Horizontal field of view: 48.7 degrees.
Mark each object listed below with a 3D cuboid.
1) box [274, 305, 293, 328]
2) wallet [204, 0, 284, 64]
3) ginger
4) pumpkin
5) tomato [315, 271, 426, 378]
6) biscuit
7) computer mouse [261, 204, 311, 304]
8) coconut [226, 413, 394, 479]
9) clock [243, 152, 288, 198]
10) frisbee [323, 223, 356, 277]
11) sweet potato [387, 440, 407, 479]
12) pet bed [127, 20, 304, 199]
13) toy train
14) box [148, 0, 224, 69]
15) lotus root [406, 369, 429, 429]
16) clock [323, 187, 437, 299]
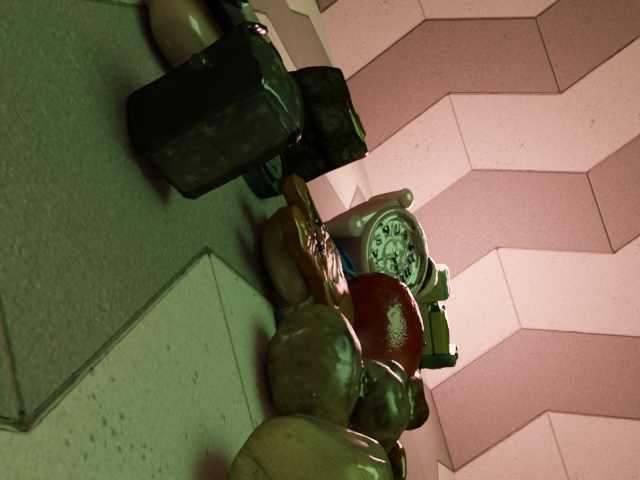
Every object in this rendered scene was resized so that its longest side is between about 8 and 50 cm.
[{"bbox_3d":[-0.044,0.219,1.266,0.050,0.041,0.207,50,25,-57],"label":"box"},{"bbox_3d":[-0.179,-0.414,1.209,0.262,0.071,0.221,43,-8,32],"label":"wallet"},{"bbox_3d":[0.044,0.252,1.183,0.304,0.155,0.244,39,33,-33],"label":"ginger"},{"bbox_3d":[-0.022,-0.277,1.695,0.256,0.226,0.303,58,12,-67],"label":"pumpkin"},{"bbox_3d":[0.133,0.166,1.611,0.309,0.170,0.309,34,9,-6],"label":"tomato"},{"bbox_3d":[0.003,0.038,1.335,0.202,0.047,0.333,-89,160,-53],"label":"biscuit"},{"bbox_3d":[-0.060,0.027,1.364,0.236,0.082,0.145,-86,156,-59],"label":"computer mouse"},{"bbox_3d":[-0.003,0.314,0.835,0.224,0.224,0.224,-17,90,-79],"label":"coconut"},{"bbox_3d":[-0.129,-0.194,1.455,0.226,0.049,0.225,-16,90,-78],"label":"clock"},{"bbox_3d":[0.000,0.000,1.709,0.242,0.045,0.242,51,8,-10],"label":"frisbee"},{"bbox_3d":[0.204,0.588,1.888,0.202,0.055,0.058,-92,162,-56],"label":"sweet potato"},{"bbox_3d":[-0.145,-0.182,0.942,0.159,0.211,0.183,53,22,-36],"label":"pet bed"},{"bbox_3d":[0.290,0.251,2.207,0.160,0.254,0.396,-38,121,-77],"label":"toy train"},{"bbox_3d":[-0.208,-0.326,1.154,0.200,0.088,0.145,56,18,-59],"label":"box"},{"bbox_3d":[0.174,0.383,1.740,0.291,0.193,0.193,22,51,-76],"label":"lotus root"},{"bbox_3d":[0.169,0.053,1.974,0.342,0.184,0.325,-28,101,-35],"label":"clock"}]
